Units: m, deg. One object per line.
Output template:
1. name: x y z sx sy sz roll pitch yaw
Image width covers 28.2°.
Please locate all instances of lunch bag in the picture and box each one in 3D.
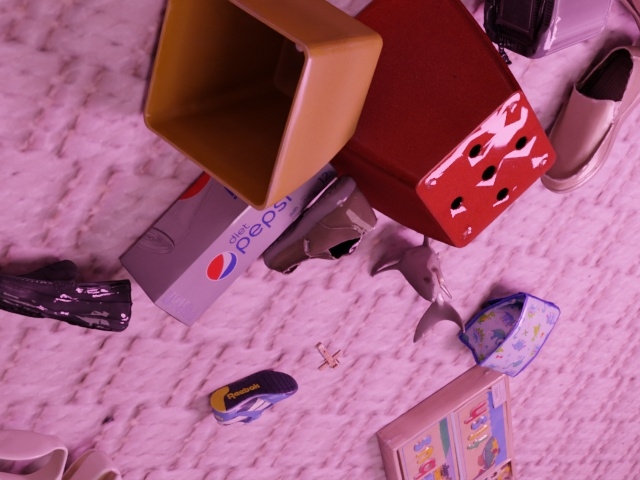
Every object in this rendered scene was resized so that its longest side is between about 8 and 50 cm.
1. lunch bag: 0.341 0.156 2.256 0.151 0.096 0.129 -46 144 19

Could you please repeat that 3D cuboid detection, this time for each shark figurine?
1. shark figurine: 0.143 0.060 2.010 0.116 0.166 0.278 -17 160 5

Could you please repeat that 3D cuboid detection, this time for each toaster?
1. toaster: 0.312 -0.343 1.714 0.146 0.129 0.227 -20 126 -32

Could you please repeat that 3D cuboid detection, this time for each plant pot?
1. plant pot: -0.053 -0.193 1.489 0.187 0.212 0.212 -23 140 -46
2. plant pot: 0.150 -0.149 1.674 0.267 0.236 0.267 -43 143 0

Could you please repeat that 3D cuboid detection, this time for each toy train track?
1. toy train track: 0.014 0.189 2.056 0.048 0.014 0.083 -40 142 -5

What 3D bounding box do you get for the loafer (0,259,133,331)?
1. loafer: -0.330 0.060 1.582 0.223 0.076 0.078 16 78 -42

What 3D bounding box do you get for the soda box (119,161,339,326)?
1. soda box: -0.119 -0.031 1.655 0.286 0.098 0.091 -45 144 3

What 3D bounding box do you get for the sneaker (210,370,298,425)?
1. sneaker: -0.103 0.246 1.973 0.144 0.053 0.059 -15 134 -21

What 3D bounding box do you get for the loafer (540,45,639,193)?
1. loafer: 0.422 -0.199 1.996 0.092 0.102 0.268 29 94 -50

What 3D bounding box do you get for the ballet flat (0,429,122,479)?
1. ballet flat: -0.382 0.359 1.758 0.483 0.164 0.182 27 90 -49

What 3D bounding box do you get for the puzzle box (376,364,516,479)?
1. puzzle box: 0.252 0.420 2.464 0.272 0.052 0.409 -32 141 -14

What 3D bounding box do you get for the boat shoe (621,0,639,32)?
1. boat shoe: 0.540 -0.331 1.873 0.355 0.130 0.132 31 100 -34

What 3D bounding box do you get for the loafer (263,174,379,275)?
1. loafer: 0.000 0.000 1.721 0.094 0.087 0.251 -48 -177 -29
